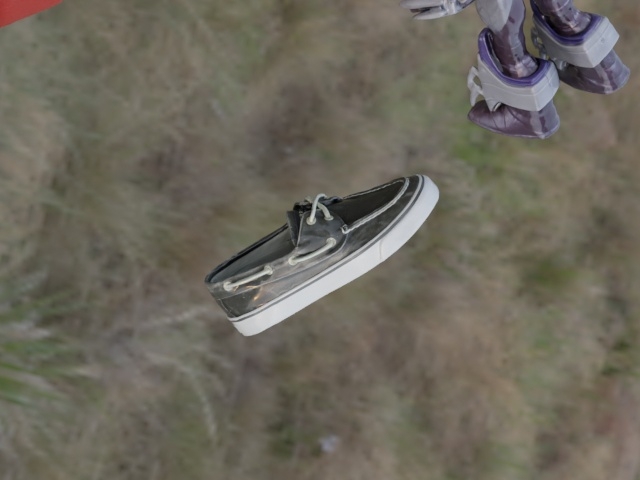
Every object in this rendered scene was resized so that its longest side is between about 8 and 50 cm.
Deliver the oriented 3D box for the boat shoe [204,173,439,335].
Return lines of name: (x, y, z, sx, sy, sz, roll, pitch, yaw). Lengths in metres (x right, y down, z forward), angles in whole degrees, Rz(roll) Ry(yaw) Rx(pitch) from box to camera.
boat shoe: (0.000, 0.000, 1.535, 0.070, 0.219, 0.078, 53, 9, -23)

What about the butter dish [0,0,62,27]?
butter dish: (-0.199, -0.223, 1.190, 0.160, 0.118, 0.160, 106, -28, -73)

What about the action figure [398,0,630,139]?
action figure: (0.138, -0.200, 1.294, 0.185, 0.099, 0.285, -44, 138, -18)
